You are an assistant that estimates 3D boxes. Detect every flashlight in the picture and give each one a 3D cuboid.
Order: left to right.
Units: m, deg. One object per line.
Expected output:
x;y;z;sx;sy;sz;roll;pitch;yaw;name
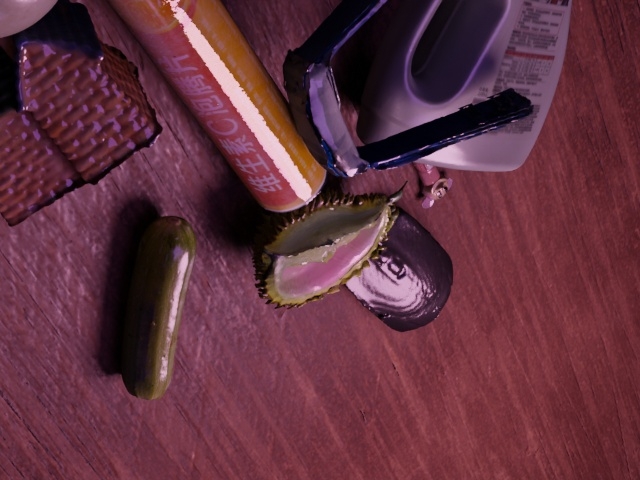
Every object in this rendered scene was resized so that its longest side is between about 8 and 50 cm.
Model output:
0.132;-0.083;2.188;0.052;0.031;0.110;-42;139;-12;flashlight

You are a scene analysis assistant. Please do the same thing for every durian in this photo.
-0.006;-0.004;2.071;0.221;0.095;0.137;-19;146;-33;durian

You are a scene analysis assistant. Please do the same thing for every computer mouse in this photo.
0.104;0.047;2.227;0.122;0.073;0.217;-52;138;-4;computer mouse

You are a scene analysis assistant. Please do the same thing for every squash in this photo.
-0.180;0.074;1.982;0.066;0.066;0.229;-12;126;-38;squash

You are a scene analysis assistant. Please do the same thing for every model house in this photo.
-0.276;-0.138;1.681;0.183;0.166;0.172;-37;125;5;model house

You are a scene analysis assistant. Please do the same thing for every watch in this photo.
0.088;-0.216;1.890;0.274;0.068;0.276;-22;116;-18;watch

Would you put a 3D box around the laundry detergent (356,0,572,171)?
0.195;-0.280;2.036;0.264;0.125;0.398;2;116;-42;laundry detergent

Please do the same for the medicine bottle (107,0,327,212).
-0.109;-0.178;1.833;0.108;0.108;0.426;-46;141;-8;medicine bottle

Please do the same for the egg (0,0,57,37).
-0.306;-0.276;1.508;0.186;0.186;0.253;-43;143;-11;egg
